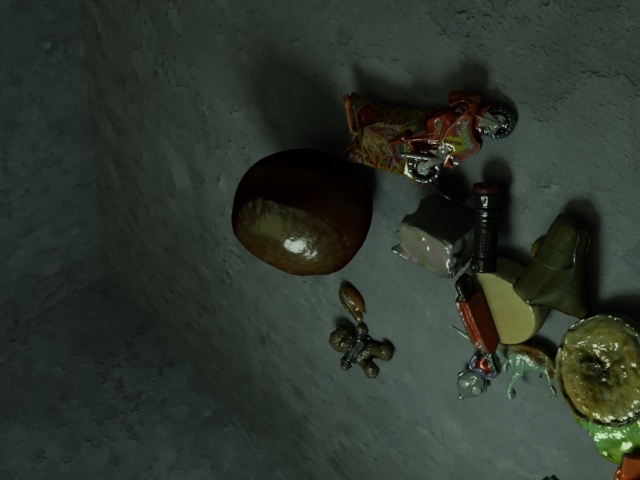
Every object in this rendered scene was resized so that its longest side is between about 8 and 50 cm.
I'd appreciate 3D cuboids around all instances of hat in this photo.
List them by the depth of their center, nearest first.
[{"bbox_3d":[0.343,-0.142,1.677,0.121,0.121,0.050,39,103,22],"label":"hat"}]

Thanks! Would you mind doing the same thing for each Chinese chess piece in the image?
[{"bbox_3d":[0.493,0.162,1.717,0.251,0.097,0.251,30,138,31],"label":"Chinese chess piece"}]

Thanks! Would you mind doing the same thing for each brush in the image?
[{"bbox_3d":[0.428,0.232,1.709,0.051,0.070,0.323,3,123,52],"label":"brush"}]

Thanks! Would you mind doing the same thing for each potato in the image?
[{"bbox_3d":[0.554,0.017,1.581,0.037,0.036,0.093,53,145,0],"label":"potato"}]

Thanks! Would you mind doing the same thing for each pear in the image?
[{"bbox_3d":[0.789,0.420,1.522,0.286,0.176,0.282,52,143,2],"label":"pear"}]

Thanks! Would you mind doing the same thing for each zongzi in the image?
[{"bbox_3d":[0.621,0.078,1.520,0.256,0.115,0.228,22,106,-17],"label":"zongzi"}]

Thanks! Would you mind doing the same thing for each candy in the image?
[{"bbox_3d":[0.322,-0.010,1.704,0.195,0.185,0.137,28,141,32],"label":"candy"}]

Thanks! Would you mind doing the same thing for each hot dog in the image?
[{"bbox_3d":[0.110,0.224,2.242,0.140,0.060,0.090,58,149,-10],"label":"hot dog"}]

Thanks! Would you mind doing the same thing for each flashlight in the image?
[{"bbox_3d":[0.424,-0.031,1.599,0.093,0.093,0.232,11,107,45],"label":"flashlight"}]

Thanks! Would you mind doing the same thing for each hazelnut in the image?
[{"bbox_3d":[-0.049,-0.097,1.875,0.421,0.421,0.353,38,165,22],"label":"hazelnut"}]

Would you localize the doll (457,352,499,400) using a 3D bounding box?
[{"bbox_3d":[0.483,0.434,1.972,0.102,0.075,0.227,34,129,12],"label":"doll"}]

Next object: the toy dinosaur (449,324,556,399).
[{"bbox_3d":[0.549,0.341,1.802,0.393,0.092,0.205,39,143,23],"label":"toy dinosaur"}]

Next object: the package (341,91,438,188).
[{"bbox_3d":[0.186,-0.284,1.709,0.288,0.108,0.223,20,127,26],"label":"package"}]

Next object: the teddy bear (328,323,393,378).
[{"bbox_3d":[0.143,0.406,2.302,0.251,0.182,0.129,31,174,28],"label":"teddy bear"}]

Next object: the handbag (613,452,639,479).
[{"bbox_3d":[0.867,0.678,1.556,0.303,0.116,0.410,4,136,20],"label":"handbag"}]

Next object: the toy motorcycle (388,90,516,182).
[{"bbox_3d":[0.320,-0.263,1.541,0.298,0.089,0.171,-31,106,32],"label":"toy motorcycle"}]

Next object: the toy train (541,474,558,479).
[{"bbox_3d":[0.741,0.784,1.985,0.093,0.038,0.056,46,137,14],"label":"toy train"}]

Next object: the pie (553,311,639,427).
[{"bbox_3d":[0.669,0.303,1.483,0.274,0.055,0.274,-24,61,52],"label":"pie"}]
